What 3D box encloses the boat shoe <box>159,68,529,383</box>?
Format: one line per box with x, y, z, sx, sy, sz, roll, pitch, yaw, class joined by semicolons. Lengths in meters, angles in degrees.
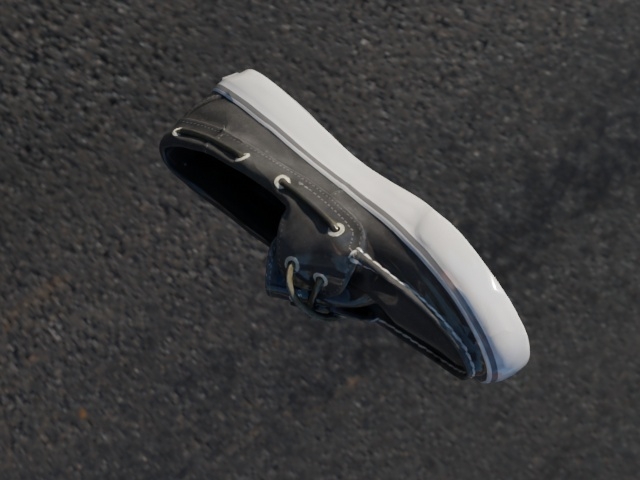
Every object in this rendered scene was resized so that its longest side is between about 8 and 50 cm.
0.000;0.000;0.586;0.076;0.228;0.080;-36;150;-16;boat shoe
